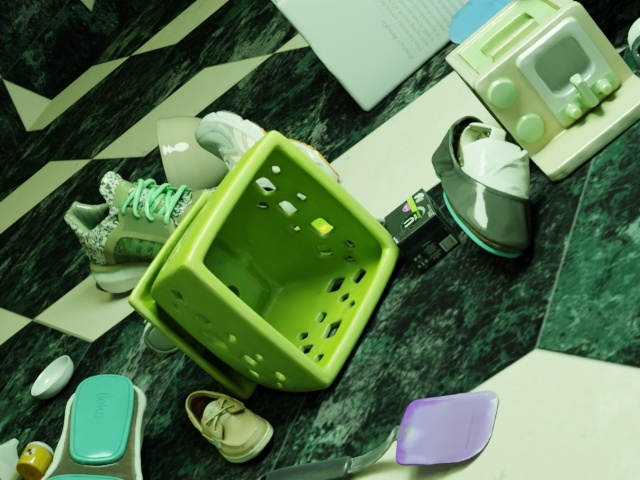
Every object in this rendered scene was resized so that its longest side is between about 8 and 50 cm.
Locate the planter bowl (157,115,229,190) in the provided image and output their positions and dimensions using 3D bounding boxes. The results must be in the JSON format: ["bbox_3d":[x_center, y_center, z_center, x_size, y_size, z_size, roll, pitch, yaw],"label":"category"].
[{"bbox_3d":[-0.212,-0.148,2.150,0.109,0.162,0.162,-14,25,2],"label":"planter bowl"}]

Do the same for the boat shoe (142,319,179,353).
[{"bbox_3d":[-0.165,0.068,1.744,0.228,0.081,0.068,-39,26,18],"label":"boat shoe"}]

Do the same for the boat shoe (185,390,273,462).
[{"bbox_3d":[-0.113,0.211,1.425,0.063,0.059,0.170,-50,23,-18],"label":"boat shoe"}]

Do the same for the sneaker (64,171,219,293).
[{"bbox_3d":[-0.279,-0.038,1.995,0.410,0.182,0.158,-21,32,39],"label":"sneaker"}]

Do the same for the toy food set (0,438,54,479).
[{"bbox_3d":[-0.418,0.314,1.685,0.232,0.111,0.104,-29,26,37],"label":"toy food set"}]

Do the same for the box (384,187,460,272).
[{"bbox_3d":[0.119,-0.013,1.447,0.062,0.052,0.083,-39,23,10],"label":"box"}]

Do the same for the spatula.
[{"bbox_3d":[0.041,0.211,1.199,0.296,0.030,0.084,-26,30,35],"label":"spatula"}]

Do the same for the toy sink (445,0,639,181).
[{"bbox_3d":[0.260,-0.194,1.429,0.153,0.131,0.234,-40,22,9],"label":"toy sink"}]

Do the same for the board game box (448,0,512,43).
[{"bbox_3d":[0.268,-0.345,1.828,0.169,0.033,0.133,-44,28,8],"label":"board game box"}]

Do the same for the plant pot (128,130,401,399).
[{"bbox_3d":[-0.077,0.045,1.462,0.207,0.228,0.227,-28,26,51],"label":"plant pot"}]

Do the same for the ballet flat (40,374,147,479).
[{"bbox_3d":[-0.269,0.310,1.438,0.139,0.139,0.400,-36,20,17],"label":"ballet flat"}]

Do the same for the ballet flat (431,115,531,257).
[{"bbox_3d":[0.181,-0.077,1.378,0.280,0.095,0.096,-110,38,-66],"label":"ballet flat"}]

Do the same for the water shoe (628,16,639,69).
[{"bbox_3d":[0.434,-0.230,1.311,0.203,0.073,0.080,-24,62,25],"label":"water shoe"}]

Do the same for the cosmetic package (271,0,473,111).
[{"bbox_3d":[0.162,-0.445,1.930,0.453,0.230,0.161,-40,22,6],"label":"cosmetic package"}]

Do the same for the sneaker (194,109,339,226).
[{"bbox_3d":[-0.105,-0.106,1.838,0.262,0.099,0.121,24,74,35],"label":"sneaker"}]

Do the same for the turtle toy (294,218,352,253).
[{"bbox_3d":[0.000,0.000,1.607,0.130,0.066,0.095,-25,26,39],"label":"turtle toy"}]

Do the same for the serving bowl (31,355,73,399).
[{"bbox_3d":[-0.426,0.225,1.976,0.083,0.027,0.083,-36,23,18],"label":"serving bowl"}]
